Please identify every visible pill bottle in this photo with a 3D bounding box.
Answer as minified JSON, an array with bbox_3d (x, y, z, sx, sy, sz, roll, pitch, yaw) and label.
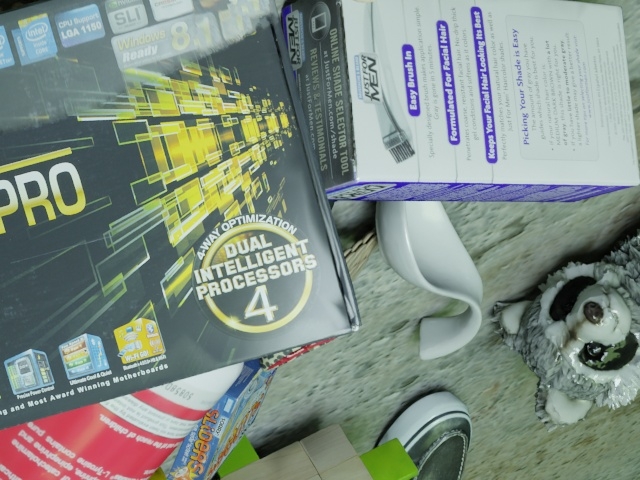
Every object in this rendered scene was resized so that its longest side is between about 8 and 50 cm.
[{"bbox_3d":[-0.278,0.185,1.520,0.408,0.229,0.229,-49,135,9],"label":"pill bottle"}]

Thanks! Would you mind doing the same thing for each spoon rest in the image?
[{"bbox_3d":[0.118,0.024,1.739,0.084,0.137,0.276,-5,142,13],"label":"spoon rest"}]

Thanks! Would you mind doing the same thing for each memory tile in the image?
[{"bbox_3d":[0.019,0.040,1.695,0.113,0.012,0.148,-57,171,21],"label":"memory tile"}]

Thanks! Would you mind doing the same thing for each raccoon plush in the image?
[{"bbox_3d":[0.401,0.137,1.960,0.299,0.216,0.446,-32,140,9],"label":"raccoon plush"}]

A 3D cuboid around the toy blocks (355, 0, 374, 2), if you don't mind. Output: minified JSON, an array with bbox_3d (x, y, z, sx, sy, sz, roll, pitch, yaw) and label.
[{"bbox_3d":[0.004,-0.281,1.395,0.054,0.123,0.148,-42,150,-9],"label":"toy blocks"}]

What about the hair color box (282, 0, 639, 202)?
[{"bbox_3d":[0.137,-0.134,1.569,0.339,0.110,0.185,0,81,-34],"label":"hair color box"}]

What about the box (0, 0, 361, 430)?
[{"bbox_3d":[-0.196,-0.031,1.317,0.395,0.097,0.318,-15,98,-1],"label":"box"}]

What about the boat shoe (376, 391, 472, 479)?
[{"bbox_3d":[0.116,0.336,1.972,0.121,0.119,0.335,-2,124,-32],"label":"boat shoe"}]

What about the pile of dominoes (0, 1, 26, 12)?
[{"bbox_3d":[-0.231,-0.213,1.323,0.251,0.040,0.196,6,122,-15],"label":"pile of dominoes"}]

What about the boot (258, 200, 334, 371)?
[{"bbox_3d":[-0.001,0.001,1.587,0.236,0.179,0.085,-28,169,-5],"label":"boot"}]

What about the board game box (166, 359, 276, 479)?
[{"bbox_3d":[-0.089,0.165,1.676,0.136,0.035,0.201,-66,173,25],"label":"board game box"}]

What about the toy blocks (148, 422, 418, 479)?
[{"bbox_3d":[-0.077,0.366,1.855,0.381,0.191,0.261,-25,145,-13],"label":"toy blocks"}]
